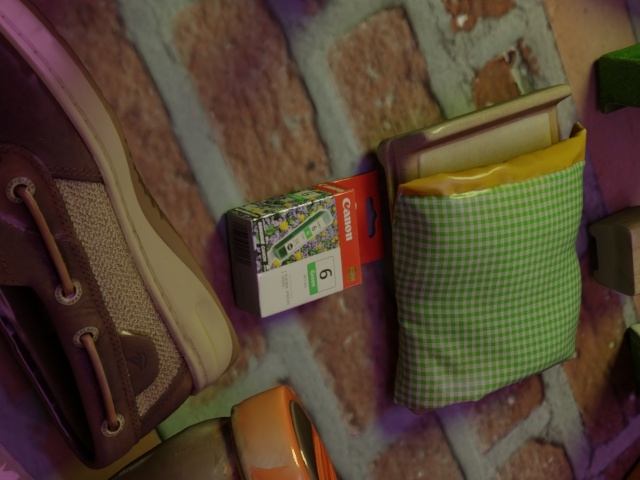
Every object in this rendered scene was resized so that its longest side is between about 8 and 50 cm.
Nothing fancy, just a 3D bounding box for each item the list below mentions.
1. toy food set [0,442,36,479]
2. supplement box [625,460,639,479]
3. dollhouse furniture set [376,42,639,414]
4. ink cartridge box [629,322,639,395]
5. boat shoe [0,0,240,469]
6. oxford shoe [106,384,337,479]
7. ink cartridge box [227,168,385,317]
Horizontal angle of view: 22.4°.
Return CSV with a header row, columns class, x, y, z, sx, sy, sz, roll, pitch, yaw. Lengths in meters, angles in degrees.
class,x,y,z,sx,sy,sz,roll,pitch,yaw
toy food set,-0.268,0.123,0.765,0.220,0.092,0.306,-45,124,-19
supplement box,0.279,0.196,1.208,0.233,0.078,0.080,-51,126,-15
dollhouse furniture set,0.198,-0.006,1.044,0.301,0.151,0.197,-20,113,-33
ink cartridge box,0.340,0.081,1.153,0.209,0.109,0.062,-15,110,-5
boat shoe,-0.165,-0.018,0.795,0.123,0.123,0.342,-45,130,-21
oxford shoe,-0.024,0.239,0.987,0.132,0.130,0.364,-19,125,3
ink cartridge box,0.000,0.000,0.978,0.115,0.029,0.063,-17,112,-33
